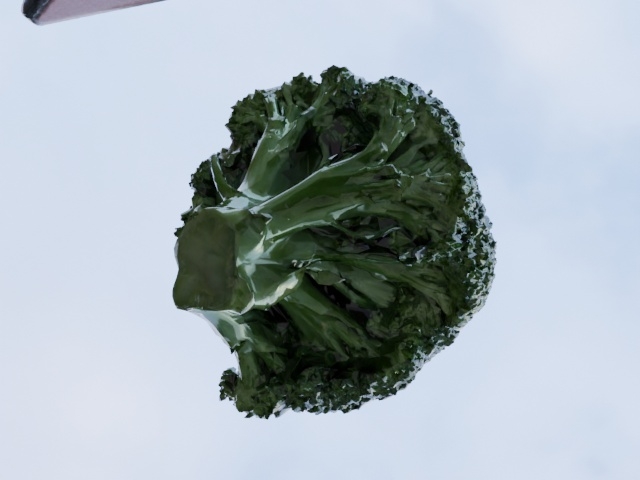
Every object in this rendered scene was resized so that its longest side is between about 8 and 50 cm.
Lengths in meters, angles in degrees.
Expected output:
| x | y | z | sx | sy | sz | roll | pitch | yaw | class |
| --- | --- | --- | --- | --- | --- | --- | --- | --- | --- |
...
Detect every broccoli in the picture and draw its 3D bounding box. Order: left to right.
| x | y | z | sx | sy | sz | roll | pitch | yaw | class |
| --- | --- | --- | --- | --- | --- | --- | --- | --- | --- |
| 0.000 | 0.000 | 1.335 | 0.269 | 0.241 | 0.262 | -8 | -93 | 46 | broccoli |

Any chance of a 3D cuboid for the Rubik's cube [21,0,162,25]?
| x | y | z | sx | sy | sz | roll | pitch | yaw | class |
| --- | --- | --- | --- | --- | --- | --- | --- | --- | --- |
| -0.042 | -0.261 | 1.074 | 0.233 | 0.228 | 0.229 | 10 | -57 | 27 | Rubik's cube |
